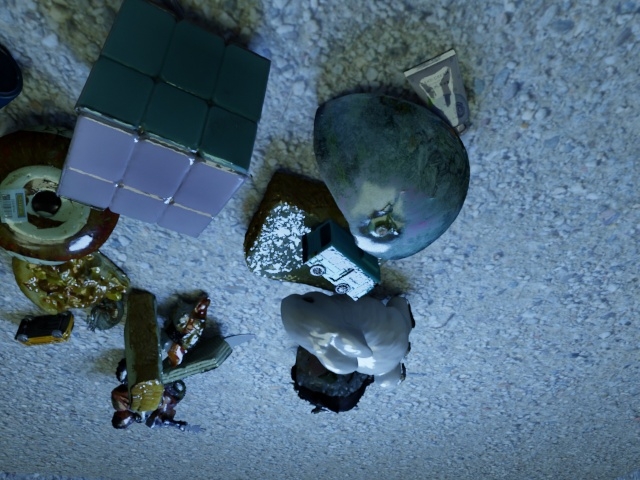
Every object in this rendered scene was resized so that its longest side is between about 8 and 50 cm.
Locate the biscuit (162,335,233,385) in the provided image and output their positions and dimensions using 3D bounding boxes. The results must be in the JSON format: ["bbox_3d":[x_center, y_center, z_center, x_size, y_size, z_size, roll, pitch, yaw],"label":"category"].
[{"bbox_3d":[-0.352,0.327,1.508,0.252,0.150,0.052,-20,104,26],"label":"biscuit"}]

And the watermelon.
[{"bbox_3d":[0.132,-0.092,0.901,0.188,0.175,0.322,-22,128,42],"label":"watermelon"}]

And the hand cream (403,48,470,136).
[{"bbox_3d":[0.203,-0.230,0.885,0.084,0.053,0.142,-20,127,23],"label":"hand cream"}]

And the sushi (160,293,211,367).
[{"bbox_3d":[-0.353,0.223,1.413,0.103,0.097,0.226,29,110,-14],"label":"sushi"}]

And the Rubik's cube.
[{"bbox_3d":[-0.225,-0.168,0.798,0.224,0.231,0.221,21,147,-23],"label":"Rubik's cube"}]

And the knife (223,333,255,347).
[{"bbox_3d":[-0.292,0.315,1.587,0.244,0.032,0.058,-31,124,27],"label":"knife"}]

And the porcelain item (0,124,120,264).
[{"bbox_3d":[-0.486,-0.086,0.976,0.252,0.253,0.253,0,141,0],"label":"porcelain item"}]

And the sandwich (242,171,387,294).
[{"bbox_3d":[0.000,0.000,1.128,0.301,0.099,0.271,12,136,-17],"label":"sandwich"}]

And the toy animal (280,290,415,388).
[{"bbox_3d":[0.067,0.218,1.263,0.194,0.258,0.357,-40,150,28],"label":"toy animal"}]

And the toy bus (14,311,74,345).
[{"bbox_3d":[-0.732,0.242,1.463,0.162,0.070,0.074,-8,141,12],"label":"toy bus"}]

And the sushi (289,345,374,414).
[{"bbox_3d":[0.029,0.386,1.527,0.238,0.225,0.219,34,151,10],"label":"sushi"}]

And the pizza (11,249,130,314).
[{"bbox_3d":[-0.623,0.079,1.254,0.268,0.087,0.258,-15,136,22],"label":"pizza"}]

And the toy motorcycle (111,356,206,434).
[{"bbox_3d":[-0.515,0.519,1.709,0.134,0.207,0.401,10,156,37],"label":"toy motorcycle"}]

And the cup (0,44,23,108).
[{"bbox_3d":[-0.553,-0.245,0.817,0.138,0.114,0.150,-21,138,22],"label":"cup"}]

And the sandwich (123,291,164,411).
[{"bbox_3d":[-0.447,0.289,1.376,0.087,0.251,0.226,2,142,-24],"label":"sandwich"}]

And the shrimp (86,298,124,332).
[{"bbox_3d":[-0.567,0.200,1.409,0.090,0.079,0.233,-18,167,-45],"label":"shrimp"}]

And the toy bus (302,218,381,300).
[{"bbox_3d":[0.045,0.039,1.041,0.091,0.079,0.160,-32,128,26],"label":"toy bus"}]

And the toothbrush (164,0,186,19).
[{"bbox_3d":[-0.219,-0.355,0.747,0.024,0.026,0.288,-5,142,14],"label":"toothbrush"}]
